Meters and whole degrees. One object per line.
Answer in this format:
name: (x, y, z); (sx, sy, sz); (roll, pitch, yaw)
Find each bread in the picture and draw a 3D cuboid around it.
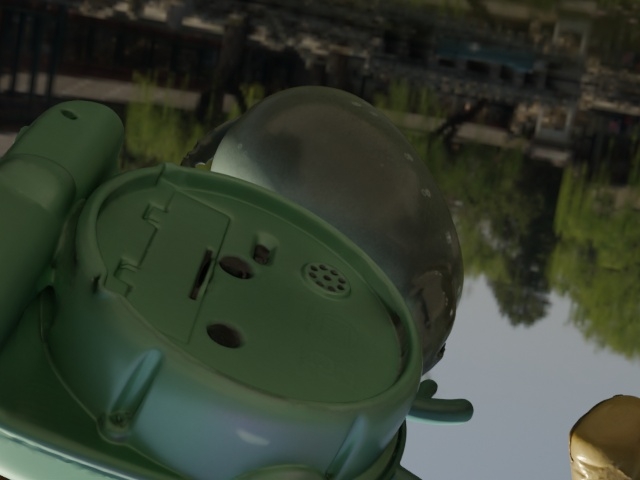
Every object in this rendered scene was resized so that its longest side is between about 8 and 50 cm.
bread: (0.232, 0.176, 0.833); (0.082, 0.115, 0.056); (-21, -157, -29)

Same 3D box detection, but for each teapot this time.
teapot: (0.000, 0.000, 0.701); (0.129, 0.193, 0.294); (-30, -135, -15)

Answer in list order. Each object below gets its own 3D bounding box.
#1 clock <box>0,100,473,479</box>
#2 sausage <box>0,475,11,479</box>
clock: (-0.030, 0.037, 0.400); (0.211, 0.066, 0.159); (25, -152, -10)
sausage: (-0.275, 0.195, 0.931); (0.054, 0.062, 0.183); (17, -160, -14)
